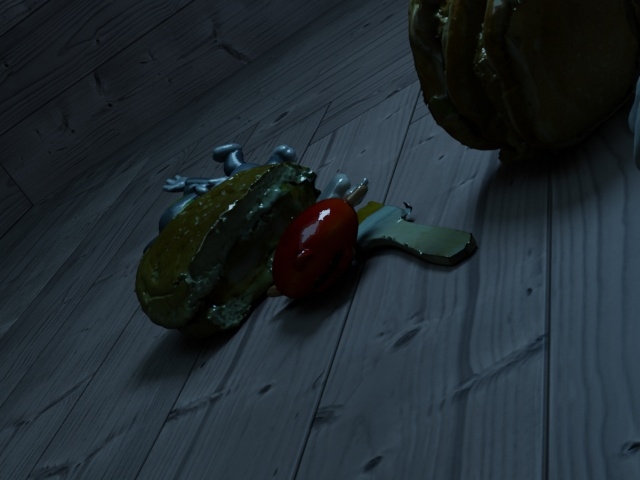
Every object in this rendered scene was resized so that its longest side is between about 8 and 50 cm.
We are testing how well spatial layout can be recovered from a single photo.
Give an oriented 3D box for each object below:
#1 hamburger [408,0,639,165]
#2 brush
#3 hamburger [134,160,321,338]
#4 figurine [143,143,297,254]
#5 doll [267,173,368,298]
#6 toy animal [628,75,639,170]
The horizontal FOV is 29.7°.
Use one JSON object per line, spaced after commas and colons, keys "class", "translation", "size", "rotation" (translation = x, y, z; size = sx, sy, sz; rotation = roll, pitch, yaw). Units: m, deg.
{"class": "hamburger", "translation": [0.224, -0.205, 1.325], "size": [0.211, 0.260, 0.245], "rotation": [8, 88, 48]}
{"class": "brush", "translation": [0.094, -0.006, 1.375], "size": [0.085, 0.020, 0.336], "rotation": [-38, 16, -10]}
{"class": "hamburger", "translation": [-0.130, 0.011, 1.605], "size": [0.211, 0.132, 0.309], "rotation": [-15, 28, 48]}
{"class": "figurine", "translation": [-0.155, -0.056, 1.854], "size": [0.193, 0.140, 0.265], "rotation": [15, 35, 42]}
{"class": "doll", "translation": [0.000, 0.000, 1.422], "size": [0.183, 0.085, 0.217], "rotation": [-56, 5, 5]}
{"class": "toy animal", "translation": [0.393, -0.197, 1.045], "size": [0.325, 0.154, 0.208], "rotation": [-35, 8, 22]}
